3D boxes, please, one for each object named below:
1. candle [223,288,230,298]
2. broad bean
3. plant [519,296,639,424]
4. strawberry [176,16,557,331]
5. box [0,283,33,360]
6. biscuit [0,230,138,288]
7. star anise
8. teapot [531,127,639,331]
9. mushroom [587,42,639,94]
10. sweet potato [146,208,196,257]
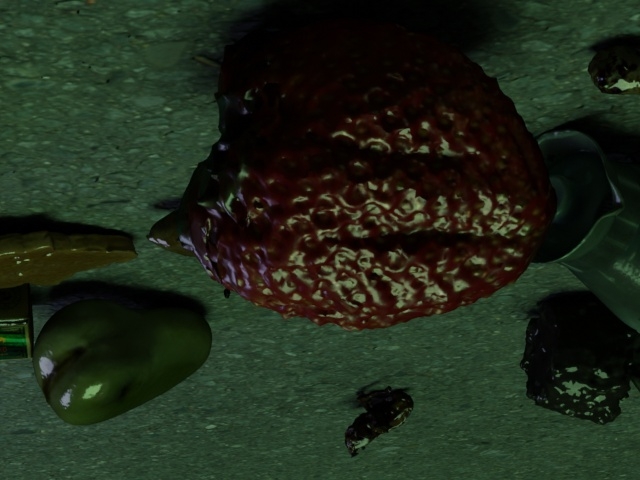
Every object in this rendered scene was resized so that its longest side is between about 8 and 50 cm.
[{"bbox_3d":[-0.043,0.068,2.075,0.167,0.021,0.026,13,128,-39],"label":"candle"},{"bbox_3d":[-0.227,0.146,2.074,0.189,0.121,0.263,-42,155,21],"label":"broad bean"},{"bbox_3d":[0.390,0.151,2.220,0.274,0.146,0.149,1,158,-17],"label":"plant"},{"bbox_3d":[0.041,-0.041,1.425,0.288,0.239,0.250,19,173,5],"label":"strawberry"},{"bbox_3d":[-0.438,0.087,1.964,0.240,0.071,0.159,-3,159,-8],"label":"box"},{"bbox_3d":[-0.313,0.020,1.834,0.250,0.035,0.162,-8,162,-17],"label":"biscuit"},{"bbox_3d":[0.084,0.248,2.571,0.097,0.070,0.191,-26,169,-26],"label":"star anise"},{"bbox_3d":[0.280,-0.016,1.726,0.225,0.171,0.203,22,179,-39],"label":"teapot"},{"bbox_3d":[0.334,-0.130,1.469,0.217,0.148,0.227,5,159,33],"label":"mushroom"},{"bbox_3d":[0.003,0.000,1.777,0.341,0.092,0.114,2,177,-16],"label":"sweet potato"}]
